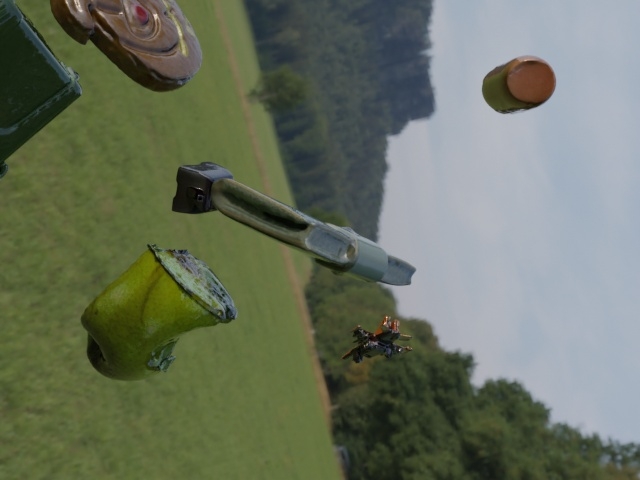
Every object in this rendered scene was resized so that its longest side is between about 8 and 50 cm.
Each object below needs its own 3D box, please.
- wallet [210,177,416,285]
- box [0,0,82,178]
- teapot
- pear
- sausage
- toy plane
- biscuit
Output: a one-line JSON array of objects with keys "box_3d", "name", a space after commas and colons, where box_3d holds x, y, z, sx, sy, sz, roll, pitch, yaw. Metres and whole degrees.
[{"box_3d": [0.000, 0.000, 1.726, 0.252, 0.083, 0.360, 26, 2, 39], "name": "wallet"}, {"box_3d": [-0.414, -0.245, 1.086, 0.329, 0.177, 0.253, 54, -5, 24], "name": "box"}, {"box_3d": [-0.199, -0.091, 1.854, 0.177, 0.096, 0.087, -21, 124, -67], "name": "teapot"}, {"box_3d": [-0.296, 0.140, 1.706, 0.164, 0.255, 0.238, 53, 5, 11], "name": "pear"}, {"box_3d": [0.437, -0.344, 2.242, 0.304, 0.121, 0.121, -108, -177, -86], "name": "sausage"}, {"box_3d": [0.099, 0.216, 2.015, 0.135, 0.188, 0.062, 28, 41, -26], "name": "toy plane"}, {"box_3d": [-0.351, -0.422, 1.696, 0.394, 0.070, 0.350, 47, 24, -17], "name": "biscuit"}]
